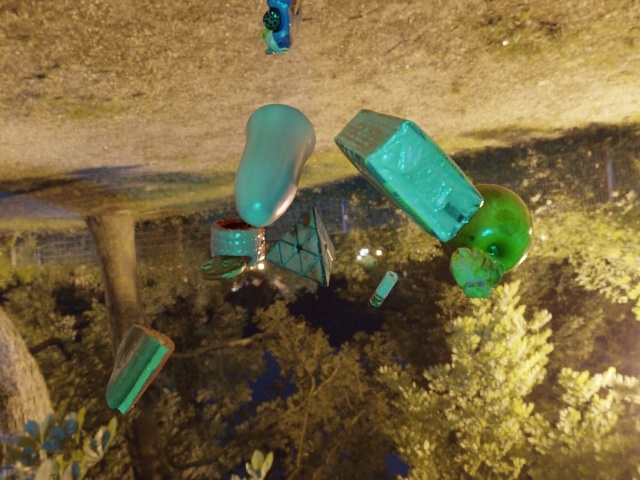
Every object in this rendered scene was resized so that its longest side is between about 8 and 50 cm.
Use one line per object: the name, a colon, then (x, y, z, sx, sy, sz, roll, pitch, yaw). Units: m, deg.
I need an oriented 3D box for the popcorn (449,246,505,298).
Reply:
popcorn: (0.311, 0.059, 0.952, 0.089, 0.109, 0.097, -53, 180, 29)

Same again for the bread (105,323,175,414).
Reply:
bread: (-0.334, 0.220, 0.884, 0.067, 0.119, 0.192, 24, 118, -36)

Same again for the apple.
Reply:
apple: (0.598, -0.031, 1.703, 0.339, 0.340, 0.339, -6, 179, 0)

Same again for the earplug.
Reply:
earplug: (-0.111, -0.149, 1.027, 0.172, 0.172, 0.301, -6, -137, 14)

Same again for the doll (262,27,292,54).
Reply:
doll: (-0.139, -0.608, 1.463, 0.084, 0.127, 0.073, -45, 148, 13)

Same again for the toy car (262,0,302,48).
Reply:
toy car: (-0.058, -0.429, 0.767, 0.063, 0.216, 0.103, 3, -146, 15)

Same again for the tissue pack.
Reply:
tissue pack: (0.164, -0.147, 0.967, 0.128, 0.228, 0.311, -45, -160, 6)

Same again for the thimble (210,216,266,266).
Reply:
thimble: (-0.255, 0.004, 1.466, 0.163, 0.125, 0.189, -11, -160, -33)

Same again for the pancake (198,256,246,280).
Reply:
pancake: (-0.275, 0.076, 1.316, 0.139, 0.022, 0.139, -7, -157, 3)

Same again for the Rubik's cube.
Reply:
Rubik's cube: (0.000, 0.000, 1.285, 0.211, 0.191, 0.178, 26, -164, 28)

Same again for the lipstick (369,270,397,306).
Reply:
lipstick: (0.190, 0.147, 1.423, 0.038, 0.038, 0.131, -5, 140, -29)
